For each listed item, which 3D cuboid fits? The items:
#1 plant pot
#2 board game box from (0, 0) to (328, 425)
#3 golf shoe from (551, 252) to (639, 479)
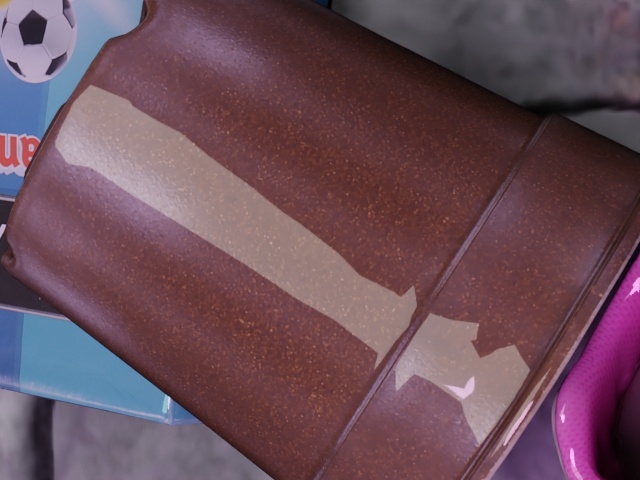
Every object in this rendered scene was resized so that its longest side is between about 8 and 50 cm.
[{"bbox_3d":[0.000,0.000,0.619,0.165,0.167,0.167,33,107,4],"label":"plant pot"},{"bbox_3d":[-0.119,-0.113,0.782,0.254,0.079,0.336,8,92,33],"label":"board game box"},{"bbox_3d":[0.182,-0.018,0.551,0.115,0.140,0.306,45,110,27],"label":"golf shoe"}]
